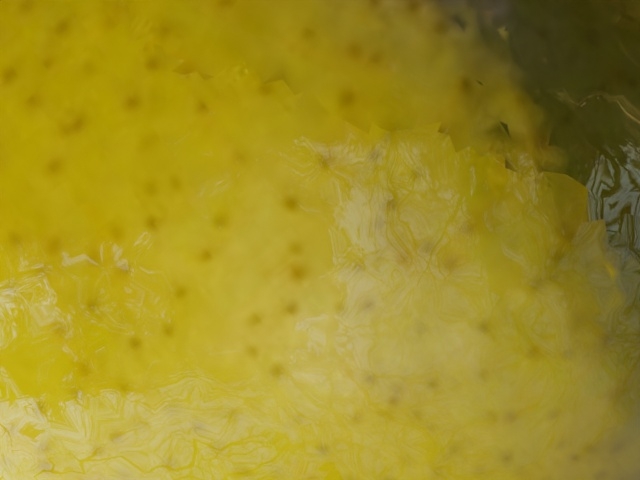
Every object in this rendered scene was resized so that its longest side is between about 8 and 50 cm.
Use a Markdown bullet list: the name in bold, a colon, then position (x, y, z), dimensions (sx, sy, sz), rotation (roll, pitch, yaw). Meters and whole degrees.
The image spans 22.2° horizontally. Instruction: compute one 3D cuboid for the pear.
- **pear**: position (0.000, 0.000, 0.578), dimensions (0.362, 0.418, 0.362), rotation (-33, -151, 21)
